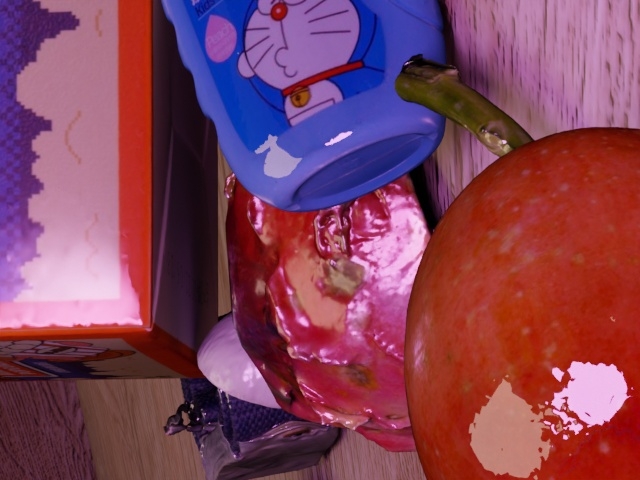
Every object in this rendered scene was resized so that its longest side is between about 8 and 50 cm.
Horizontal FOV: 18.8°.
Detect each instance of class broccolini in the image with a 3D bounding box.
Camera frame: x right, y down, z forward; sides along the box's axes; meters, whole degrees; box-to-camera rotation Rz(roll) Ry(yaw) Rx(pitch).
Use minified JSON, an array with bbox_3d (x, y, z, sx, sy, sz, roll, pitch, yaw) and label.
[{"bbox_3d":[0.111,0.012,0.943,0.271,0.062,0.123,55,144,36],"label":"broccolini"}]

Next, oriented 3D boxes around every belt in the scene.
[{"bbox_3d":[-0.064,0.131,1.639,0.230,0.126,0.139,125,128,-72],"label":"belt"}]

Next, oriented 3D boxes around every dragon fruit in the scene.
[{"bbox_3d":[0.013,0.027,1.206,0.161,0.126,0.274,-150,44,-71],"label":"dragon fruit"}]

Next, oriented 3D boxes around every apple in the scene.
[{"bbox_3d":[0.121,0.053,0.738,0.168,0.181,0.181,-90,-4,-47],"label":"apple"}]

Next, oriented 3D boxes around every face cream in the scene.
[{"bbox_3d":[-0.020,-0.152,1.086,0.083,0.149,0.264,33,-147,-65],"label":"face cream"}]

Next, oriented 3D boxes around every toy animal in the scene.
[{"bbox_3d":[0.000,0.002,1.348,0.104,0.131,0.220,-54,-19,-68],"label":"toy animal"}]

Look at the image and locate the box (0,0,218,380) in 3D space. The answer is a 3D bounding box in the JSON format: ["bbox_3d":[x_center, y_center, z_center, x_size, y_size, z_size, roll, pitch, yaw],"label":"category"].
[{"bbox_3d":[-0.218,-0.066,1.390,0.348,0.257,0.318,60,-149,-81],"label":"box"}]
